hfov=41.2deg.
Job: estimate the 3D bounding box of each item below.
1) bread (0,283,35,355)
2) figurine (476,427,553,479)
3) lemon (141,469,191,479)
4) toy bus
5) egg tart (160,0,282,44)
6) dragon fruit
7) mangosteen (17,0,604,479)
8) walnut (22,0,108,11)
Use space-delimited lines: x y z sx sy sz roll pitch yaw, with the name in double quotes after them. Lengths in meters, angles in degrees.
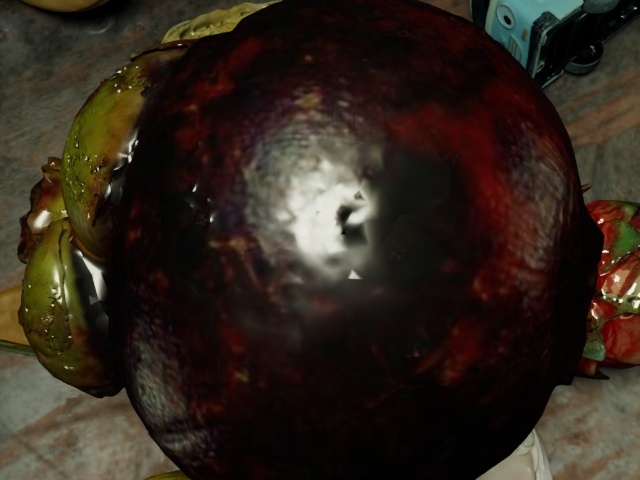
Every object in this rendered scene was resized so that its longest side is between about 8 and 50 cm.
-0.313 0.068 0.868 0.139 0.074 0.084 8 72 9 "bread"
0.131 0.257 0.744 0.200 0.133 0.276 6 76 -7 "figurine"
-0.106 0.304 0.692 0.228 0.228 0.253 5 68 6 "lemon"
0.284 -0.298 0.926 0.271 0.133 0.165 -37 67 -11 "toy bus"
-0.033 -0.170 0.875 0.288 0.118 0.288 -3 36 2 "egg tart"
0.259 0.042 0.791 0.189 0.182 0.182 24 74 21 "dragon fruit"
-0.012 0.029 0.629 0.421 0.381 0.381 -20 70 12 "mangosteen"
-0.329 -0.453 0.925 0.384 0.383 0.383 -1 71 4 "walnut"
